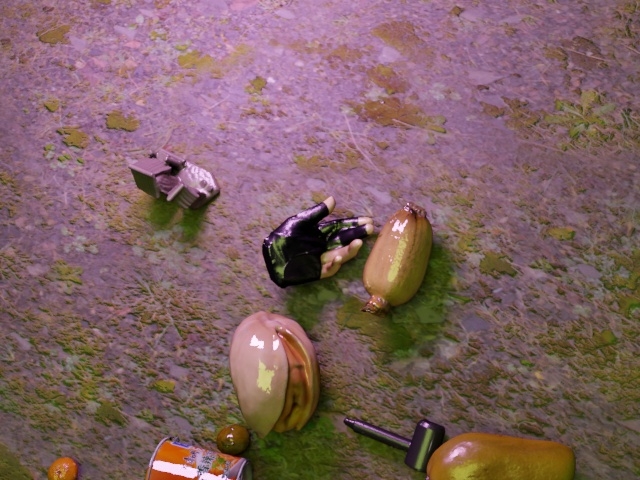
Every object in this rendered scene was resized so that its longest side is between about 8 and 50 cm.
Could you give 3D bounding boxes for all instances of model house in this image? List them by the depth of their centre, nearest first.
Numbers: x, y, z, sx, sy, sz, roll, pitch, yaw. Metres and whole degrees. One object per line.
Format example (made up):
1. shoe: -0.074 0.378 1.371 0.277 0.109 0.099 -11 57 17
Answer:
1. model house: -0.414 -0.168 2.008 0.229 0.188 0.122 30 102 18

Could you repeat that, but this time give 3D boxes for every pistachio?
1. pistachio: -0.120 0.324 1.809 0.230 0.230 0.309 -13 79 11

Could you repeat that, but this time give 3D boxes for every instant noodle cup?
1. instant noodle cup: -0.290 0.633 1.751 0.214 0.296 0.296 5 79 6

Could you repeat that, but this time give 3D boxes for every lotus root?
1. lotus root: 0.193 0.052 1.824 0.146 0.131 0.303 16 81 40

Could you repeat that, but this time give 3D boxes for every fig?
1. fig: -0.228 0.506 1.845 0.084 0.098 0.082 13 83 28

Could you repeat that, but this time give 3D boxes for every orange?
1. orange: -0.688 0.622 1.947 0.083 0.070 0.083 -3 74 10

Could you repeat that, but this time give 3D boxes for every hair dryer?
1. hair dryer: 0.175 0.467 1.781 0.248 0.070 0.114 17 83 25

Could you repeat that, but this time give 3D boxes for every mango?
1. mango: 0.405 0.542 1.658 0.331 0.142 0.195 5 85 7

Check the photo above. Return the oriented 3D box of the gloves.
1. gloves: -0.005 0.001 1.875 0.301 0.152 0.197 -17 95 3
